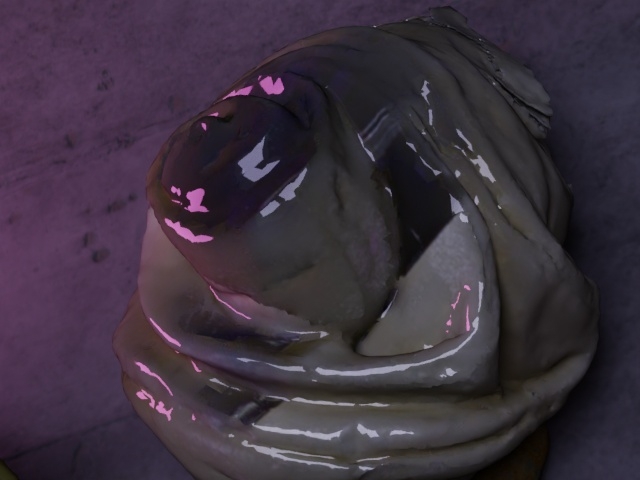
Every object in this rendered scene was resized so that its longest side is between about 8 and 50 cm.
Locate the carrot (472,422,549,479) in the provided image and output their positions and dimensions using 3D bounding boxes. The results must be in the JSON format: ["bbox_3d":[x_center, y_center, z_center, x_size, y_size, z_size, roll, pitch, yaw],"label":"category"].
[{"bbox_3d":[0.086,0.219,1.177,0.078,0.078,0.298,25,78,29],"label":"carrot"}]

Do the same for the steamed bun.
[{"bbox_3d":[0.000,0.000,1.181,0.347,0.237,0.394,2,67,31],"label":"steamed bun"}]

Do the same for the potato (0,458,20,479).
[{"bbox_3d":[-0.364,0.224,1.315,0.330,0.213,0.280,-47,37,1],"label":"potato"}]
